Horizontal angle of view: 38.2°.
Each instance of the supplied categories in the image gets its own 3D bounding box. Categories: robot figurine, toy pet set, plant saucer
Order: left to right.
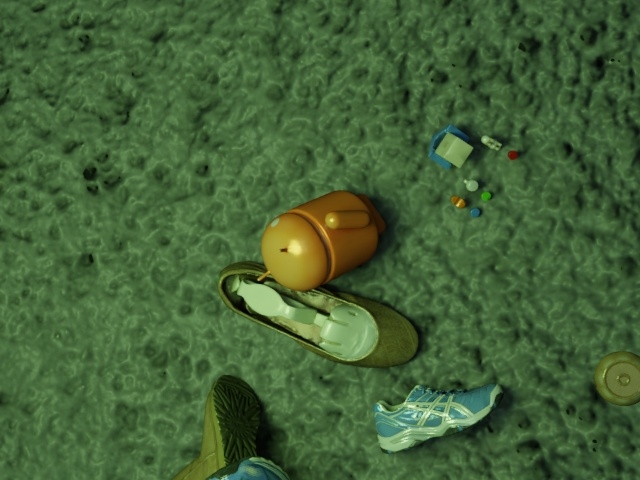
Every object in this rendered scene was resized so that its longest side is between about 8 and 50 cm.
[{"bbox_3d":[0.001,-0.001,1.413,0.158,0.219,0.128,13,120,44],"label":"robot figurine"},{"bbox_3d":[0.225,-0.120,1.454,0.114,0.065,0.122,30,99,-23],"label":"toy pet set"},{"bbox_3d":[0.458,0.210,1.399,0.083,0.015,0.083,-1,88,13],"label":"plant saucer"}]

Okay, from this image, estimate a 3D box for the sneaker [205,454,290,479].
[{"bbox_3d":[-0.062,0.452,1.325,0.130,0.147,0.330,-27,114,-6],"label":"sneaker"}]

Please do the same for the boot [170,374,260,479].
[{"bbox_3d":[-0.210,0.375,1.487,0.089,0.236,0.269,31,119,-24],"label":"boot"}]

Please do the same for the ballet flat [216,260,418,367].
[{"bbox_3d":[-0.016,0.118,1.452,0.342,0.124,0.116,23,93,12],"label":"ballet flat"}]

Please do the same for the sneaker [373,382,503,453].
[{"bbox_3d":[0.178,0.260,1.426,0.211,0.080,0.081,-22,86,9],"label":"sneaker"}]
